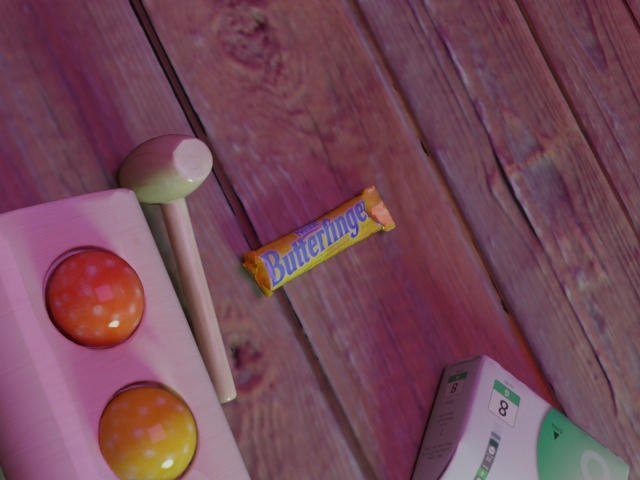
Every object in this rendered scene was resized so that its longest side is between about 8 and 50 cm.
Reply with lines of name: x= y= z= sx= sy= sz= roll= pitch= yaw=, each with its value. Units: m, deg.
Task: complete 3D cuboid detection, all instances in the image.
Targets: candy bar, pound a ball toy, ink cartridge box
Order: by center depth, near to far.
pound a ball toy: x=-0.096 y=0.086 z=0.573 sx=0.208 sy=0.136 sz=0.319 roll=-17 pitch=82 yaw=-41
ink cartridge box: x=0.148 y=0.229 z=0.760 sx=0.181 sy=0.056 sz=0.224 roll=38 pitch=50 yaw=-19
candy bar: x=0.000 y=0.000 z=0.766 sx=0.161 sy=0.018 sz=0.040 roll=-28 pitch=89 yaw=-43
